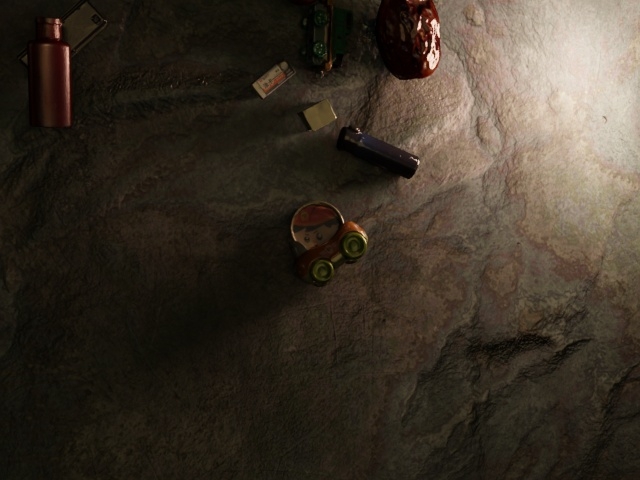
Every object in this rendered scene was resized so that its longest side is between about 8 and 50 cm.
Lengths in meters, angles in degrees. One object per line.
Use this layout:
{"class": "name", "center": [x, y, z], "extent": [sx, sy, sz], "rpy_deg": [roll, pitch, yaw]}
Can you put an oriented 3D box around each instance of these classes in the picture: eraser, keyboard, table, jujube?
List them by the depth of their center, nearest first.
{"class": "keyboard", "center": [-0.643, -0.500, 1.739], "extent": [0.230, 0.025, 0.094], "rpy_deg": [-44, 105, -7]}
{"class": "eraser", "center": [-0.129, -0.442, 1.893], "extent": [0.122, 0.029, 0.052], "rpy_deg": [-41, 106, -8]}
{"class": "table", "center": [-0.012, -0.342, 1.911], "extent": [0.079, 0.083, 0.062], "rpy_deg": [-30, 103, -10]}
{"class": "jujube", "center": [0.242, -0.570, 1.917], "extent": [0.183, 0.183, 0.243], "rpy_deg": [-14, 109, -14]}

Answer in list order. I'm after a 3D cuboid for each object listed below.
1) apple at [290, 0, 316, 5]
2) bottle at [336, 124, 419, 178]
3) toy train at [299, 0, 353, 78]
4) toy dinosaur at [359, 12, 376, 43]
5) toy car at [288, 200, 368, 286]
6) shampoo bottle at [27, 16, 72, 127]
{"class": "apple", "center": [-0.056, -0.698, 1.818], "extent": [0.147, 0.156, 0.158], "rpy_deg": [-42, 129, -18]}
{"class": "bottle", "center": [0.163, -0.253, 1.978], "extent": [0.244, 0.072, 0.082], "rpy_deg": [20, 112, -17]}
{"class": "toy train", "center": [0.021, -0.556, 1.894], "extent": [0.136, 0.091, 0.228], "rpy_deg": [-3, 98, -26]}
{"class": "toy dinosaur", "center": [0.132, -0.597, 1.950], "extent": [0.047, 0.030, 0.083], "rpy_deg": [-7, 98, -17]}
{"class": "toy car", "center": [0.000, 0.000, 1.945], "extent": [0.235, 0.145, 0.235], "rpy_deg": [1, 81, -3]}
{"class": "shampoo bottle", "center": [-0.661, -0.410, 1.698], "extent": [0.102, 0.064, 0.260], "rpy_deg": [-3, 108, -28]}
